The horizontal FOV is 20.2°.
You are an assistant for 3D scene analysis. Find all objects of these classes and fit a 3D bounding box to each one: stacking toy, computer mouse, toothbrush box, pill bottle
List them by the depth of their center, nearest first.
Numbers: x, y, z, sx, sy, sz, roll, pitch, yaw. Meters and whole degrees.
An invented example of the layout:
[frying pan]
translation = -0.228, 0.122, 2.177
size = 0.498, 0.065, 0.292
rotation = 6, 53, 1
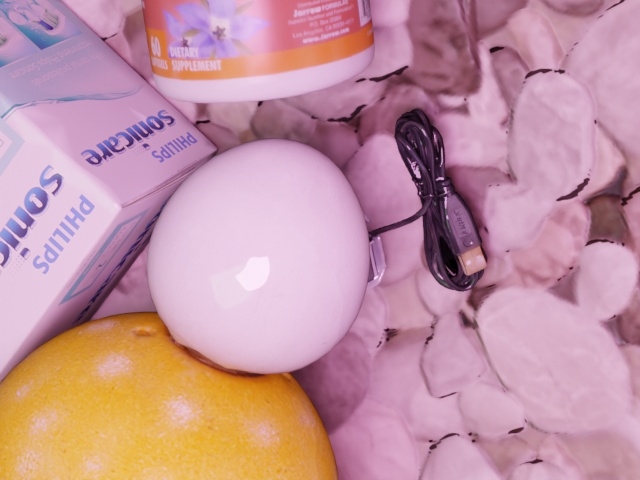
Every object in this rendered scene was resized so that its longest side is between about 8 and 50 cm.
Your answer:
[pill bottle]
translation = -0.043, -0.188, 0.933
size = 0.121, 0.121, 0.216
rotation = 0, 108, 26
[stacking toy]
translation = -0.109, 0.159, 0.993
size = 0.350, 0.350, 0.480
rotation = 27, 109, 15
[computer mouse]
translation = 0.000, 0.000, 1.027
size = 0.193, 0.042, 0.106
rotation = -18, 112, 27
[toothbrush box]
translation = -0.245, -0.063, 1.073
size = 0.295, 0.126, 0.216
rotation = 43, 121, 4
